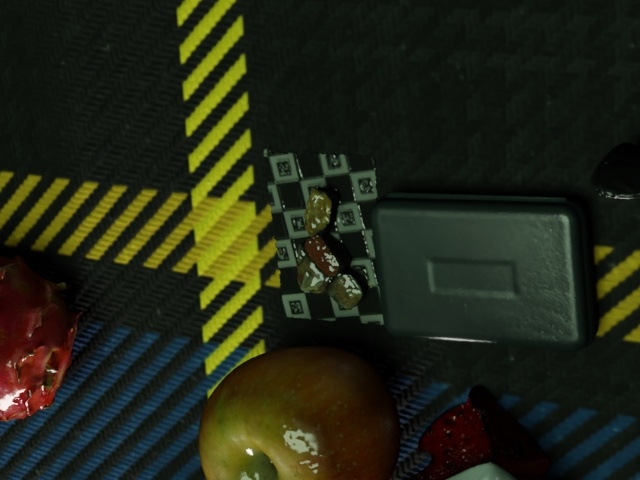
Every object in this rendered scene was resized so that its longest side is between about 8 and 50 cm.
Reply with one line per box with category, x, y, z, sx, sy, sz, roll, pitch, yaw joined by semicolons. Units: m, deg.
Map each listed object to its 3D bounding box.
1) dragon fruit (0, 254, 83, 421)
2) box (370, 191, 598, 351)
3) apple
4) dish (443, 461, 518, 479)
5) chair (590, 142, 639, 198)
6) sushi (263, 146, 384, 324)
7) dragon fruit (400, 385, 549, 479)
dragon fruit;-0.419;0.107;1.857;0.268;0.210;0.205;21;101;28
box;0.165;0.028;1.572;0.230;0.050;0.160;3;110;29
apple;-0.019;0.212;1.681;0.235;0.173;0.210;1;114;39
dish;0.188;0.349;1.605;0.243;0.080;0.182;38;128;-23
chair;0.371;-0.025;1.382;0.221;0.140;0.145;-4;106;33
sushi;0.000;0.000;1.668;0.139;0.031;0.201;3;110;30
dragon fruit;0.132;0.249;1.650;0.192;0.092;0.122;-32;91;35
